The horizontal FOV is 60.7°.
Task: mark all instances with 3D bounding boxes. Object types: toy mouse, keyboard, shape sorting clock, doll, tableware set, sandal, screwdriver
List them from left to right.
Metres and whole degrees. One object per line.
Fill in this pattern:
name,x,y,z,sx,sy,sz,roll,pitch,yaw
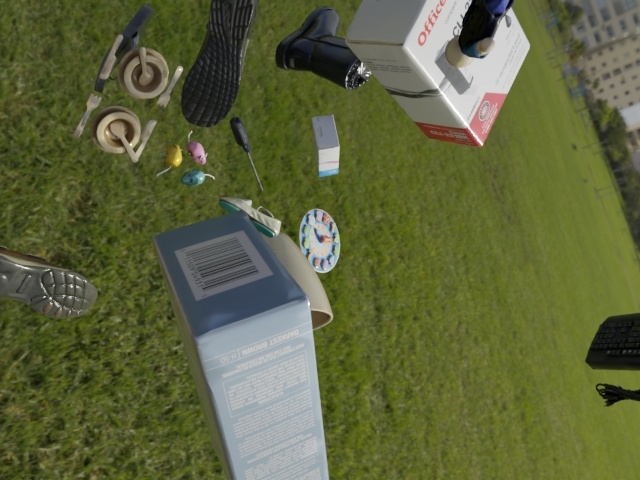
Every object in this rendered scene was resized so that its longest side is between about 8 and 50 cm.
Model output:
sandal,-0.451,-0.451,1.285,0.054,0.097,0.255,31,70,-18
tableware set,-0.319,-0.230,0.928,0.128,0.194,0.039,17,18,-47
toy mouse,-0.307,-0.189,1.333,0.143,0.031,0.161,34,55,-35
screwdriver,-0.120,-0.143,0.930,0.170,0.024,0.025,70,28,-55
shape sorting clock,0.000,0.000,1.747,0.206,0.040,0.207,21,63,-48
doll,0.183,-0.260,0.586,0.189,0.046,0.129,108,-4,-62
keyboard,0.609,0.215,1.009,0.033,0.317,0.202,28,72,-6

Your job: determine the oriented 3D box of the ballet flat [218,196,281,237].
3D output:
ballet flat,-0.168,-0.067,1.313,0.168,0.057,0.052,35,63,-23

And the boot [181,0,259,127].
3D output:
boot,-0.207,-0.435,1.239,0.118,0.338,0.223,23,30,-12

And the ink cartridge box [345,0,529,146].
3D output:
ink cartridge box,0.187,-0.298,0.826,0.272,0.114,0.197,31,84,-45

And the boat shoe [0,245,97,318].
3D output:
boat shoe,-0.664,0.082,1.251,0.123,0.119,0.324,-55,144,-3

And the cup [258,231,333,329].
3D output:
cup,-0.148,0.114,1.434,0.331,0.330,0.237,20,55,-54

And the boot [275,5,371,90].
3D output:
boot,0.044,-0.437,1.247,0.246,0.207,0.094,-52,156,-36

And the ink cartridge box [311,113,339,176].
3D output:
ink cartridge box,0.011,-0.216,1.253,0.122,0.052,0.089,87,-7,-68

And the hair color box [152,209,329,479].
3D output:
hair color box,-0.083,0.176,0.642,0.185,0.113,0.375,-131,-150,-50
